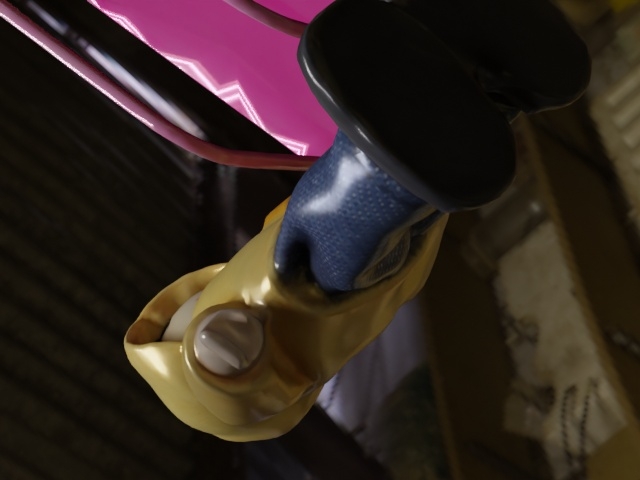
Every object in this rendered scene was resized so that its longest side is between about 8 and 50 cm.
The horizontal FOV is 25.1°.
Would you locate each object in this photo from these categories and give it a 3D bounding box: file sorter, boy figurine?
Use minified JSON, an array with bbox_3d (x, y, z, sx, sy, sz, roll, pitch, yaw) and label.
[{"bbox_3d":[-0.015,-0.197,0.667,0.202,0.291,0.182,37,-164,20],"label":"file sorter"},{"bbox_3d":[0.000,0.000,0.575,0.092,0.285,0.177,41,-123,0],"label":"boy figurine"}]
